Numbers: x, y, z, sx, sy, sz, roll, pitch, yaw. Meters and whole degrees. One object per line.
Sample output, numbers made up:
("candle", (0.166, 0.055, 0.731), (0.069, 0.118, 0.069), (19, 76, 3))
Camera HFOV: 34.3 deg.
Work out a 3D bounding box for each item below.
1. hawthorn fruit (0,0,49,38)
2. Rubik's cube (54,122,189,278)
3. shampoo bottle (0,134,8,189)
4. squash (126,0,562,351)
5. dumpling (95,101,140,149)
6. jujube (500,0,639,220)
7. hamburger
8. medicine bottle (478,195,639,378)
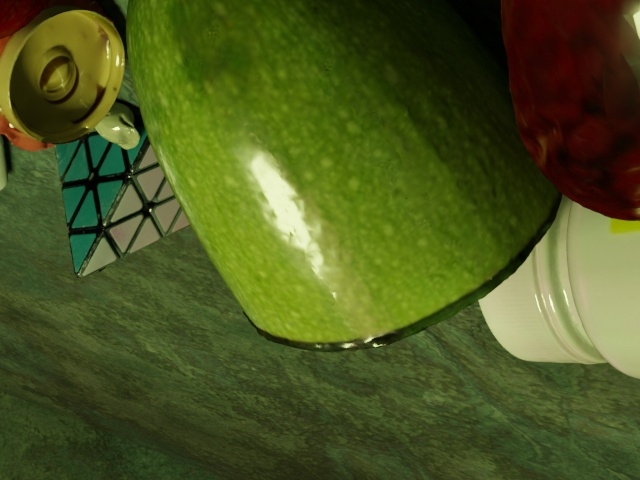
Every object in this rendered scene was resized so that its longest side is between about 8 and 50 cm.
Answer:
("hawthorn fruit", (-0.345, -0.271, 0.871), (0.230, 0.210, 0.266), (28, 171, -41))
("Rubik's cube", (-0.208, -0.085, 1.286), (0.190, 0.211, 0.178), (1, 145, -35))
("shampoo bottle", (-0.473, -0.137, 1.380), (0.108, 0.051, 0.221), (26, 155, -2))
("squash", (-0.003, -0.123, 0.800), (0.310, 0.310, 0.309), (1, 138, 37))
("dumpling", (-0.240, -0.133, 1.209), (0.077, 0.043, 0.059), (18, 148, 10))
("jujube", (0.219, -0.141, 0.645), (0.223, 0.223, 0.318), (17, 154, 11))
("hamburger", (-0.296, -0.180, 1.043), (0.137, 0.175, 0.175), (22, 157, 30))
("medicine bottle", (0.329, 0.009, 0.841), (0.379, 0.213, 0.213), (-8, 141, 45))
